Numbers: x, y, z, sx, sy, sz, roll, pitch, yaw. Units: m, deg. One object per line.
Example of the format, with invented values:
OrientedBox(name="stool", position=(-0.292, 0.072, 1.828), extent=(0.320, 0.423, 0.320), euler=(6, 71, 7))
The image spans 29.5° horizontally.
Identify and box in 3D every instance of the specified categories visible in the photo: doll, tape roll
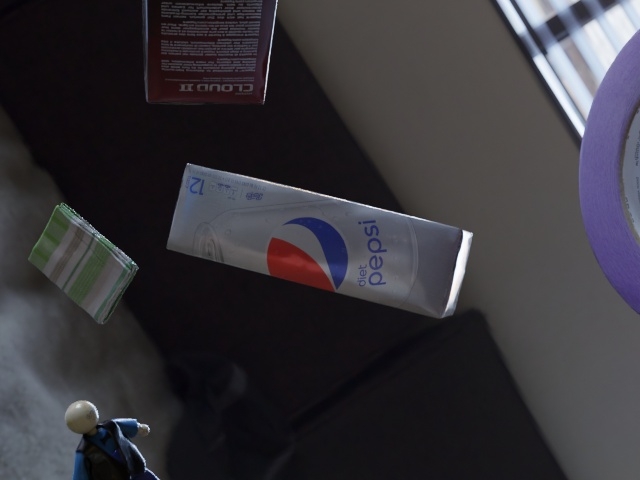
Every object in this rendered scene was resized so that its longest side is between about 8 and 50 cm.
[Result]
OrientedBox(name="doll", position=(-0.228, 0.257, 1.385), extent=(0.189, 0.046, 0.129), euler=(56, 43, -19))
OrientedBox(name="tape roll", position=(0.332, -0.056, 0.937), extent=(0.090, 0.275, 0.275), euler=(2, 45, -37))

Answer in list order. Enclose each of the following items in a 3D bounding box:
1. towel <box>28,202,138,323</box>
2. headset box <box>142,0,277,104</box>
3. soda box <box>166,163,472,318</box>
OrientedBox(name="towel", position=(-0.343, 0.034, 1.736), extent=(0.152, 0.113, 0.023), euler=(39, 22, 11))
OrientedBox(name="headset box", position=(-0.094, -0.267, 1.017), extent=(0.293, 0.110, 0.218), euler=(103, -14, -58))
OrientedBox(name="soda box", position=(0.000, 0.000, 1.210), extent=(0.286, 0.091, 0.098), euler=(14, 2, 13))
